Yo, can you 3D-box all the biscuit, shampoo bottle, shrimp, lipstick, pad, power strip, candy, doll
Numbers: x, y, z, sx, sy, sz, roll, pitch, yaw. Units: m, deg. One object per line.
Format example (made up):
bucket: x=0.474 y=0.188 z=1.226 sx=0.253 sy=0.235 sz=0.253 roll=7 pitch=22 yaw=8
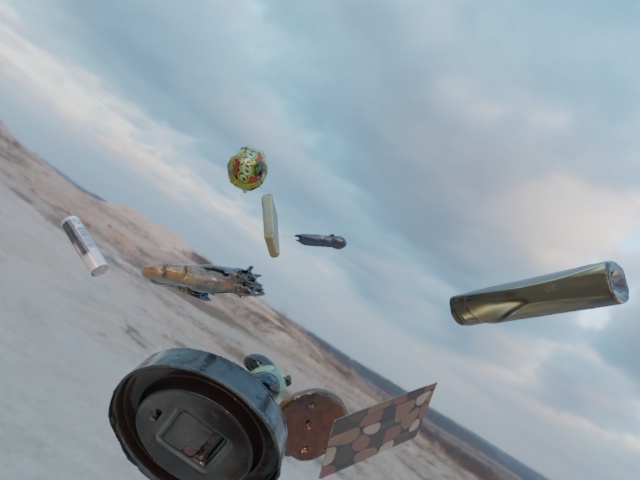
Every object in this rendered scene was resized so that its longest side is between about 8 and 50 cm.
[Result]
biscuit: x=-0.026 y=0.472 z=1.401 sx=0.212 sy=0.212 sz=0.036 roll=36 pitch=7 yaw=-20
shampoo bottle: x=0.434 y=0.119 z=1.135 sx=0.350 sy=0.084 sz=0.125 roll=-19 pitch=-21 yaw=42
shrimp: x=-0.284 y=0.104 z=1.300 sx=0.289 sy=0.075 sz=0.178 roll=5 pitch=-15 yaw=-33
lipstick: x=-0.496 y=0.010 z=1.151 sx=0.141 sy=0.040 sz=0.040 roll=52 pitch=-4 yaw=15
pad: x=0.108 y=0.346 z=1.003 sx=0.235 sy=0.158 sz=0.003 roll=-9 pitch=36 yaw=-32
power strip: x=-0.118 y=-0.041 z=1.292 sx=0.169 sy=0.028 sz=0.076 roll=-99 pitch=177 yaw=-46
candy: x=-0.164 y=-0.142 z=1.228 sx=0.083 sy=0.091 sz=0.305 roll=26 pitch=-7 yaw=-6
doll: x=0.000 y=0.000 z=1.274 sx=0.125 sy=0.027 sz=0.037 roll=7 pitch=-37 yaw=12
doll: x=-0.203 y=0.433 z=1.563 sx=0.135 sy=0.234 sz=0.143 roll=47 pitch=14 yaw=-25

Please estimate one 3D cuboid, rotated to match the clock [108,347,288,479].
clock: x=-0.214 y=0.336 z=0.969 sx=0.325 sy=0.325 sz=0.067 roll=33 pitch=30 yaw=-1
